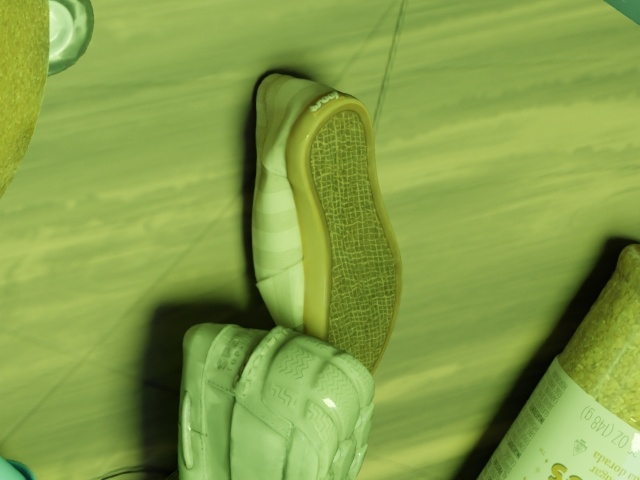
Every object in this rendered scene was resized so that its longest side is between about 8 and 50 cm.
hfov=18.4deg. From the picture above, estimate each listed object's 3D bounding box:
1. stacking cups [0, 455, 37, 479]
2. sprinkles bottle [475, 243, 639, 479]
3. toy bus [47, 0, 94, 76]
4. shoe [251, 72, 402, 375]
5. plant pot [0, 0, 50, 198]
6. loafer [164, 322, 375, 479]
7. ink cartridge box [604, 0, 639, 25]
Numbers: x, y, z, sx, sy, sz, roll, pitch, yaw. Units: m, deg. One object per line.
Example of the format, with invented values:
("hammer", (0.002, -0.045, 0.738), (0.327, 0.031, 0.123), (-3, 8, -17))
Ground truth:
("stacking cups", (-0.200, 0.131, 1.057), (0.096, 0.096, 0.316), (-40, 126, -4))
("sprinkles bottle", (0.152, 0.177, 1.264), (0.121, 0.121, 0.355), (22, 104, -38))
("toy bus", (-0.154, -0.180, 0.873), (0.130, 0.108, 0.332), (11, 112, -33))
("shoe", (0.000, 0.000, 1.114), (0.076, 0.058, 0.219), (-36, 137, -33))
("plant pot", (-0.267, -0.076, 0.719), (0.254, 0.237, 0.237), (-21, 136, -64))
("loafer", (-0.044, 0.170, 1.163), (0.112, 0.111, 0.319), (-50, 157, -47))
("ink cartridge box", (0.234, -0.213, 0.893), (0.270, 0.395, 0.151), (-32, 129, -10))
